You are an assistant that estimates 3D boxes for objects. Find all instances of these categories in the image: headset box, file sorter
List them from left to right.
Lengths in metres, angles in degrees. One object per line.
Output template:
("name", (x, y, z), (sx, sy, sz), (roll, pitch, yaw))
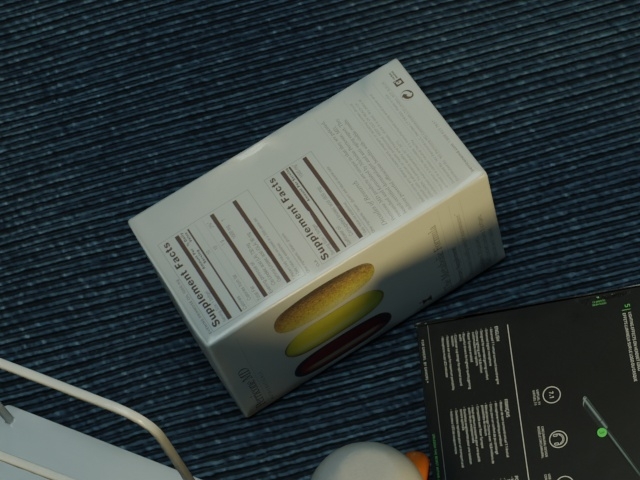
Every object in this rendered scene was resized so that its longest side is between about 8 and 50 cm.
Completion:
("file sorter", (-0.231, 0.240, 1.343), (0.193, 0.173, 0.278), (19, 66, 20))
("headset box", (0.225, 0.164, 1.299), (0.283, 0.131, 0.246), (-12, 62, 11))

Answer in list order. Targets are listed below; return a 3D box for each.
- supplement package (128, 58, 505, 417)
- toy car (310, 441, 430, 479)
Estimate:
("supplement package", (0.000, 0.000, 1.447), (0.244, 0.139, 0.134), (-32, 59, -5))
("toy car", (0.070, 0.212, 1.177), (0.136, 0.159, 0.182), (-15, 53, -14))
